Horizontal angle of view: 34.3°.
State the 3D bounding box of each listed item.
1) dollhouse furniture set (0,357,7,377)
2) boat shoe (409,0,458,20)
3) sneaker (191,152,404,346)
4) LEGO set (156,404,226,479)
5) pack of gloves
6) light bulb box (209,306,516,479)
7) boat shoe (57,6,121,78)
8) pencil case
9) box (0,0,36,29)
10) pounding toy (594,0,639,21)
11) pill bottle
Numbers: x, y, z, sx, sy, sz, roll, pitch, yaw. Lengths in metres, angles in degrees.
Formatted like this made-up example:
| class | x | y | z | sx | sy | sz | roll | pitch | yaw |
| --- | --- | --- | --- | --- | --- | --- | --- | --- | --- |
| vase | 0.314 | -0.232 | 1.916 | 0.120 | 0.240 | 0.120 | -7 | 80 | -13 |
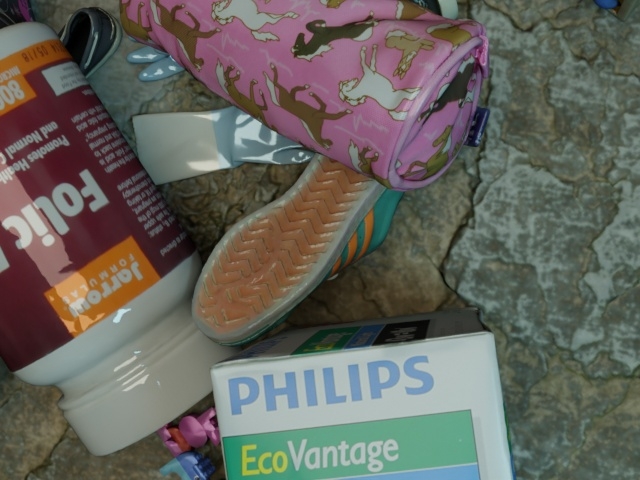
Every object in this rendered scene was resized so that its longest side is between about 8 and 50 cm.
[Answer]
| class | x | y | z | sx | sy | sz | roll | pitch | yaw |
| --- | --- | --- | --- | --- | --- | --- | --- | --- | --- |
| dollhouse furniture set | -0.499 | 0.147 | 1.194 | 0.303 | 0.174 | 0.355 | 22 | 63 | 21 |
| boat shoe | 0.002 | -0.340 | 1.076 | 0.113 | 0.127 | 0.340 | -35 | 93 | -5 |
| sneaker | 0.000 | 0.000 | 1.034 | 0.108 | 0.121 | 0.302 | 34 | 73 | 28 |
| LEGO set | -0.083 | 0.270 | 1.098 | 0.093 | 0.087 | 0.227 | -37 | 85 | 7 |
| pack of gloves | -0.104 | -0.171 | 1.131 | 0.232 | 0.046 | 0.195 | -8 | 87 | 9 |
| light bulb box | 0.066 | 0.256 | 0.936 | 0.225 | 0.358 | 0.361 | -8 | 89 | 7 |
| boat shoe | -0.305 | -0.176 | 1.153 | 0.075 | 0.065 | 0.206 | 40 | 95 | 8 |
| pencil case | -0.023 | -0.197 | 0.990 | 0.386 | 0.167 | 0.160 | 32 | 127 | 26 |
| box | -0.417 | -0.306 | 1.107 | 0.142 | 0.163 | 0.247 | -21 | 74 | 9 |
| pounding toy | 0.269 | -0.285 | 1.022 | 0.130 | 0.141 | 0.100 | 40 | 95 | 8 |
| pill bottle | -0.259 | 0.003 | 1.038 | 0.224 | 0.224 | 0.392 | -32 | 97 | 7 |
